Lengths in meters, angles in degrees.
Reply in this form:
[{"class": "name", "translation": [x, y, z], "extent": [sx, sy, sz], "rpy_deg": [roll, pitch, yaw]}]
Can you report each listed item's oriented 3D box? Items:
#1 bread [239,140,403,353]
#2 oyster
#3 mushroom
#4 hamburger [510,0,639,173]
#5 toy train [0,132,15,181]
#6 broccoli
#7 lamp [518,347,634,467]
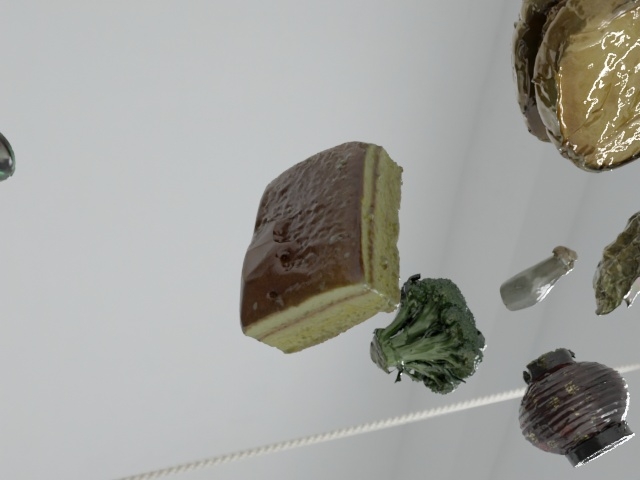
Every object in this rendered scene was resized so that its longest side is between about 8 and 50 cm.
[{"class": "bread", "translation": [0.000, 0.000, 0.826], "extent": [0.184, 0.110, 0.234], "rpy_deg": [-25, -139, 32]}, {"class": "oyster", "translation": [0.459, 0.003, 0.992], "extent": [0.072, 0.133, 0.209], "rpy_deg": [24, -66, 23]}, {"class": "mushroom", "translation": [0.580, 0.104, 1.793], "extent": [0.225, 0.116, 0.093], "rpy_deg": [-35, -133, 31]}, {"class": "hamburger", "translation": [0.332, -0.207, 0.688], "extent": [0.144, 0.283, 0.259], "rpy_deg": [-107, 175, -45]}, {"class": "toy train", "translation": [-0.538, -0.101, 0.859], "extent": [0.304, 0.221, 0.150], "rpy_deg": [-34, -164, 34]}, {"class": "broccoli", "translation": [0.263, 0.255, 1.718], "extent": [0.304, 0.284, 0.321], "rpy_deg": [45, -39, 44]}, {"class": "lamp", "translation": [0.525, 0.344, 1.427], "extent": [0.247, 0.247, 0.246], "rpy_deg": [175, -90, -68]}]
